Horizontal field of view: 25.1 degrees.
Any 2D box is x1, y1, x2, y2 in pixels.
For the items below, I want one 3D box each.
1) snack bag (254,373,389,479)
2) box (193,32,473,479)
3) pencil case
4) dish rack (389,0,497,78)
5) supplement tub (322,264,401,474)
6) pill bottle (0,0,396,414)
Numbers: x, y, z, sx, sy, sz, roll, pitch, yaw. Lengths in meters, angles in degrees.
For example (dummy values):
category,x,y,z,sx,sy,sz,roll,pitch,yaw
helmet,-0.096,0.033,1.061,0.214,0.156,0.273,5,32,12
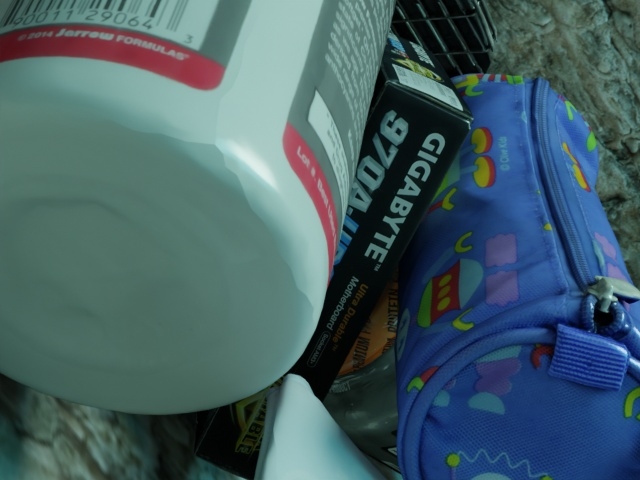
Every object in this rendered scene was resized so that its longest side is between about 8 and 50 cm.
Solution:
category,x,y,z,sx,sy,sz,roll,pitch,yaw
snack bag,0.076,0.236,0.521,0.323,0.037,0.342,47,20,-14
box,0.000,0.000,0.780,0.051,0.220,0.175,25,15,-10
pencil case,0.099,0.018,0.728,0.119,0.133,0.306,24,27,-11
dish rack,-0.027,-0.167,0.912,0.208,0.272,0.074,46,52,-54
supplement tub,0.098,0.078,1.012,0.316,0.194,0.193,36,30,-39
pill bottle,-0.059,-0.093,0.654,0.176,0.176,0.318,57,32,-35
